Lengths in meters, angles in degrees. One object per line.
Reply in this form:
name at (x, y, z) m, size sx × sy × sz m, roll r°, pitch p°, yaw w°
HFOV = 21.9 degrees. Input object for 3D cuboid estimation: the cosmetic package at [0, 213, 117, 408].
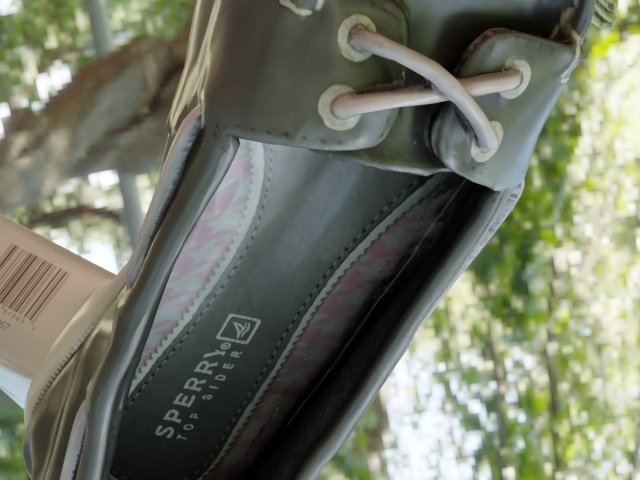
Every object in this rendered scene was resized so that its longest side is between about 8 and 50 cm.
cosmetic package at (-0.148, 0.085, 1.063) m, size 0.117 × 0.231 × 0.085 m, roll 26°, pitch -109°, yaw 30°

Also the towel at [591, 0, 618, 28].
towel at (0.101, -0.175, 0.746) m, size 0.027 × 0.110 × 0.148 m, roll -21°, pitch -133°, yaw 37°

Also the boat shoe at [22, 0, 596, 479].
boat shoe at (0.000, 0.000, 0.477) m, size 0.112 × 0.335 × 0.095 m, roll 12°, pitch -141°, yaw -25°
